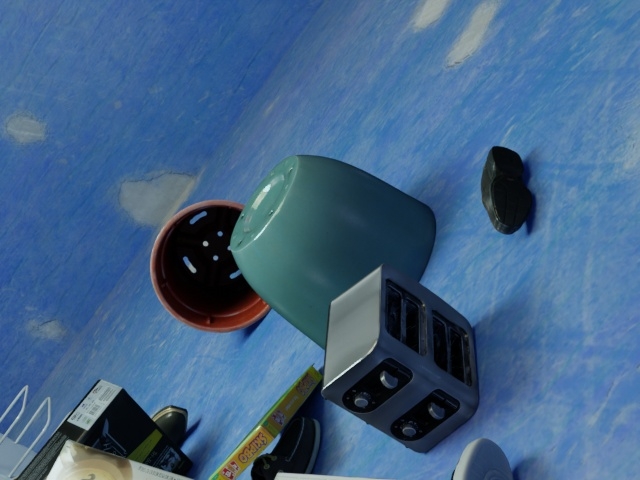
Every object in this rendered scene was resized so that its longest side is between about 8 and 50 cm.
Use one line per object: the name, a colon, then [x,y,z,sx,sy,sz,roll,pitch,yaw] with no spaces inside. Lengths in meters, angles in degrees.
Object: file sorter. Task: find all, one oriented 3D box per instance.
file sorter: [-0.635,0.496,2.067,0.173,0.278,0.193,-54,19,1]

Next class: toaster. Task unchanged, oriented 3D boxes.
toaster: [0.096,0.138,1.063,0.110,0.168,0.185,-41,26,31]

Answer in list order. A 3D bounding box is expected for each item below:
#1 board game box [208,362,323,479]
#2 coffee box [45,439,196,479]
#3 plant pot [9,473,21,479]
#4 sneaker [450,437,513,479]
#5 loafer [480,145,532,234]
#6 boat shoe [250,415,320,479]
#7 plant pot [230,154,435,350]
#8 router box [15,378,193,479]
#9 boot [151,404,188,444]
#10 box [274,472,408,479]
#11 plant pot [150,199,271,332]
board game box: [-0.073,0.274,1.320,0.124,0.039,0.259,-48,-2,21]
coffee box: [-0.276,0.430,1.307,0.297,0.119,0.168,11,59,23]
plant pot: [-0.512,0.596,1.682,0.191,0.284,0.284,111,-178,-62]
sneaker: [0.123,0.304,0.857,0.121,0.079,0.217,-37,29,41]
loafer: [0.248,-0.058,1.189,0.170,0.062,0.061,-76,5,-51]
boat shoe: [-0.071,0.351,1.261,0.081,0.069,0.228,-23,38,59]
plant pot: [0.000,0.000,1.403,0.293,0.235,0.293,-47,20,24]
router box: [-0.400,0.442,1.546,0.081,0.243,0.309,8,51,43]
boot: [-0.320,0.437,1.737,0.137,0.077,0.198,-96,30,-55]
box: [0.031,0.328,1.065,0.324,0.063,0.067,-23,37,57]
plant pot: [-0.220,0.032,1.872,0.272,0.272,0.265,-55,12,3]
